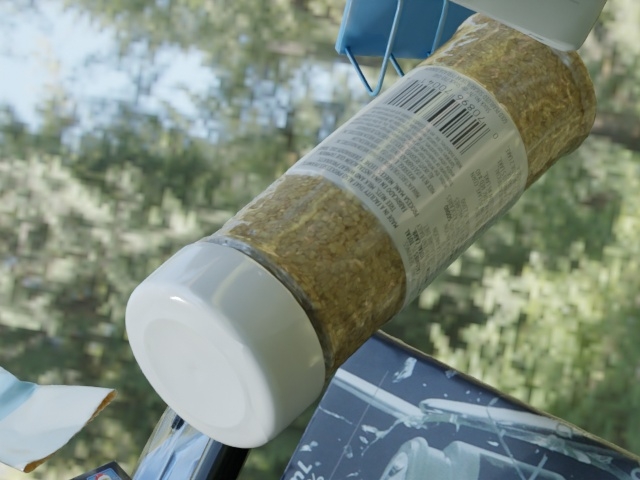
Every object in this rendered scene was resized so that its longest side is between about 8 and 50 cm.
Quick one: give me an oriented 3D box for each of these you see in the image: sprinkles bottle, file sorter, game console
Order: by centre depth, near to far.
[{"bbox_3d":[0.036,-0.018,1.116,0.355,0.121,0.121,-41,-36,-35],"label":"sprinkles bottle"},{"bbox_3d":[-0.146,0.257,1.443,0.386,0.060,0.342,-65,6,-25],"label":"game console"},{"bbox_3d":[0.118,-0.185,1.500,0.104,0.170,0.118,-114,31,-50],"label":"file sorter"}]

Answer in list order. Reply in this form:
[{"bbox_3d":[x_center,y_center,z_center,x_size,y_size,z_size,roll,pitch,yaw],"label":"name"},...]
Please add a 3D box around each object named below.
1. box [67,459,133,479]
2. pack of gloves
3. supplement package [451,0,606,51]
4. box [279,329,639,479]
[{"bbox_3d":[-0.218,0.241,1.063,0.233,0.044,0.159,-20,-39,-38],"label":"box"},{"bbox_3d":[-0.272,0.139,1.181,0.195,0.232,0.046,-43,-65,-27],"label":"pack of gloves"},{"bbox_3d":[0.045,-0.155,0.419,0.179,0.105,0.105,-64,19,19],"label":"supplement package"},{"bbox_3d":[0.159,0.386,1.253,0.297,0.472,0.479,32,-96,-47],"label":"box"}]
